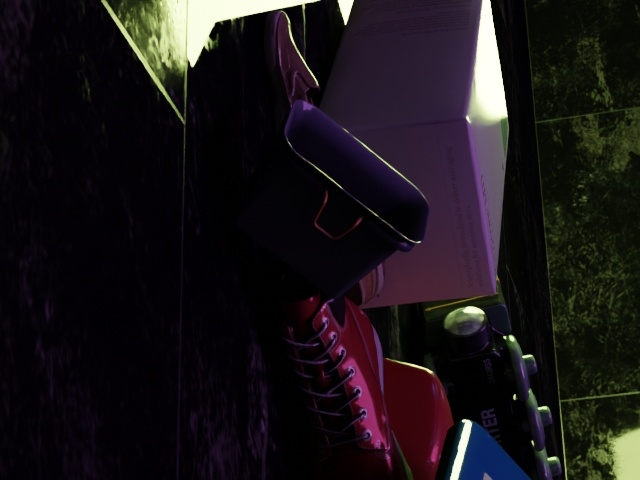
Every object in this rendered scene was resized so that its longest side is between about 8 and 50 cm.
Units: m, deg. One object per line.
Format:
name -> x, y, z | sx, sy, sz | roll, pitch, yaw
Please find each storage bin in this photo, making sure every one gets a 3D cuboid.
storage bin -> 0.001, -0.021, 1.288 | 0.135, 0.091, 0.098 | 37, 28, -12

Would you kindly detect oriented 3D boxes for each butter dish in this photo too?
butter dish -> 0.083, 0.182, 1.516 | 0.160, 0.118, 0.160 | 90, 2, -50

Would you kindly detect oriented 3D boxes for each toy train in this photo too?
toy train -> 0.193, 0.182, 2.029 | 0.190, 0.142, 0.334 | -97, 172, -51

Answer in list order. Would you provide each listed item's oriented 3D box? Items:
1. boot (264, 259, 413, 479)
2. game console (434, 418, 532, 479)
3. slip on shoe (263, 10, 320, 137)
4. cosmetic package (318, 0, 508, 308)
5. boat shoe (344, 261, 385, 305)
boot -> 0.008, 0.133, 1.348 | 0.176, 0.088, 0.244 | 61, 16, -57
game console -> 0.124, 0.310, 1.295 | 0.250, 0.173, 0.293 | 47, 14, -2
slip on shoe -> -0.020, -0.132, 1.467 | 0.051, 0.041, 0.135 | 29, 54, -74
cosmetic package -> 0.099, -0.108, 1.725 | 0.365, 0.155, 0.197 | -78, 159, -59
boat shoe -> 0.000, 0.000, 1.464 | 0.072, 0.068, 0.190 | -58, 141, -31
